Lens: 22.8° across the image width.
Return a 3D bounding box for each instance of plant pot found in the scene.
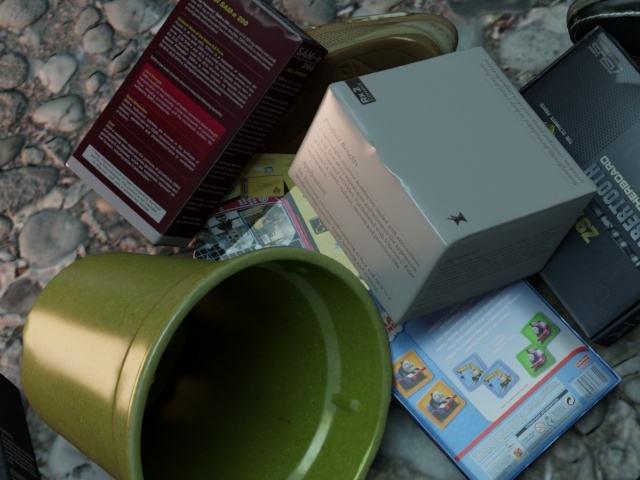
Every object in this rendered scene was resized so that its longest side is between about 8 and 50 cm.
[{"bbox_3d":[-0.122,0.117,1.385,0.254,0.276,0.276,16,68,47],"label":"plant pot"}]

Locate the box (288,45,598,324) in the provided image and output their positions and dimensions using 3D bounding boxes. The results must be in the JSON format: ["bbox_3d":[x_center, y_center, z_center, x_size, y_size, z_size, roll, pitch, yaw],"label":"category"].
[{"bbox_3d":[0.102,-0.051,1.362,0.182,0.119,0.181,-18,62,-35],"label":"box"}]

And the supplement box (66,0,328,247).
[{"bbox_3d":[-0.118,-0.126,1.505,0.130,0.073,0.239,41,102,19],"label":"supplement box"}]

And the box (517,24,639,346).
[{"bbox_3d":[0.256,-0.049,1.434,0.183,0.059,0.232,-40,66,16],"label":"box"}]

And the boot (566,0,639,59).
[{"bbox_3d":[0.343,-0.146,1.477,0.237,0.085,0.178,5,66,8],"label":"boot"}]

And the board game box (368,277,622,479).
[{"bbox_3d":[0.137,0.102,1.419,0.160,0.039,0.211,-41,77,-6],"label":"board game box"}]

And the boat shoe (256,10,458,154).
[{"bbox_3d":[-0.025,-0.152,1.592,0.341,0.121,0.110,-8,28,22],"label":"boat shoe"}]

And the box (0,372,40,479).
[{"bbox_3d":[-0.359,0.218,1.508,0.156,0.093,0.158,-24,59,4],"label":"box"}]

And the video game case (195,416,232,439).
[{"bbox_3d":[-0.057,0.242,1.437,0.173,0.022,0.190,-33,54,-2],"label":"video game case"}]

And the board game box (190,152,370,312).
[{"bbox_3d":[0.000,0.000,1.522,0.243,0.042,0.165,3,76,17],"label":"board game box"}]
